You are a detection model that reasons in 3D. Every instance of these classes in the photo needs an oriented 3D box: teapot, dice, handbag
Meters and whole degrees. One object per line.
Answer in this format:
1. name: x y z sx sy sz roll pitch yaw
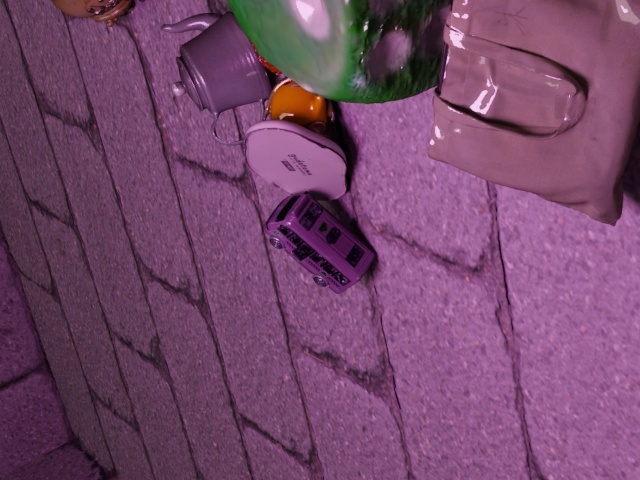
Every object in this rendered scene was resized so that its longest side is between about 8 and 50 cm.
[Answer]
1. teapot: -0.416 -0.490 2.242 0.269 0.173 0.182 8 157 33
2. dice: 0.059 -0.358 1.403 0.300 0.297 0.287 40 145 34
3. handbag: 0.258 -0.179 1.341 0.253 0.109 0.315 15 132 10
4. teapot: -0.177 -0.272 1.962 0.239 0.149 0.162 63 170 -1

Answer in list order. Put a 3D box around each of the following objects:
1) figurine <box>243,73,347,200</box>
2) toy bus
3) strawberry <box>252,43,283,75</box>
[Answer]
1. figurine: -0.031 -0.177 1.906 0.250 0.167 0.141 62 -149 -62
2. toy bus: 0.000 0.000 1.956 0.178 0.087 0.098 41 151 -11
3. strawberry: -0.075 -0.340 1.858 0.140 0.085 0.192 51 151 17
